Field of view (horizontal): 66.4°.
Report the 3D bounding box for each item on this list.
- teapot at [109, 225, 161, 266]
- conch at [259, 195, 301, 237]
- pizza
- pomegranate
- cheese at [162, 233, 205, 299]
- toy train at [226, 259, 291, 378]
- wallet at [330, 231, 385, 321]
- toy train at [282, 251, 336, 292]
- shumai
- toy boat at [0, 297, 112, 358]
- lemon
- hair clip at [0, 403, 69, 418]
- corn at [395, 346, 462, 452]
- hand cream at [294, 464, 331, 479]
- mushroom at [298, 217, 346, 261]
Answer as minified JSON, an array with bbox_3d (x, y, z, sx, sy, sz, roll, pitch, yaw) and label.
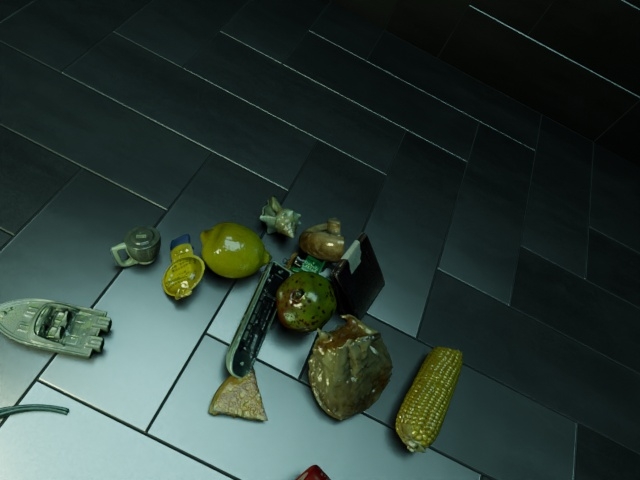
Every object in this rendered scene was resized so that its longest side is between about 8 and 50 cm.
[{"bbox_3d":[-0.578,0.034,1.566,0.111,0.108,0.149,22,44,17],"label":"teapot"},{"bbox_3d":[-0.155,-0.069,1.795,0.137,0.114,0.234,-19,32,-39],"label":"conch"},{"bbox_3d":[-0.221,0.473,1.468,0.176,0.036,0.184,33,53,0],"label":"pizza"},{"bbox_3d":[-0.050,0.191,1.580,0.198,0.246,0.198,-1,100,-5],"label":"pomegranate"},{"bbox_3d":[-0.449,0.083,1.598,0.156,0.064,0.250,-21,53,8],"label":"cheese"},{"bbox_3d":[-0.210,0.255,1.571,0.086,0.088,0.407,37,52,-20],"label":"toy train"},{"bbox_3d":[0.136,0.136,1.691,0.071,0.262,0.221,10,45,38],"label":"wallet"},{"bbox_3d":[-0.026,0.111,1.701,0.228,0.136,0.091,32,55,-1],"label":"toy train"},{"bbox_3d":[0.095,0.375,1.486,0.267,0.262,0.314,15,65,6],"label":"shumai"},{"bbox_3d":[-0.768,0.238,1.384,0.319,0.092,0.141,14,54,-10],"label":"toy boat"},{"bbox_3d":[-0.285,0.036,1.631,0.248,0.184,0.184,22,55,-10],"label":"lemon"},{"bbox_3d":[-0.786,0.451,1.280,0.229,0.039,0.070,-3,59,-23],"label":"hair clip"},{"bbox_3d":[0.357,0.500,1.596,0.144,0.144,0.387,32,51,2],"label":"corn"},{"bbox_3d":[-0.037,0.706,1.294,0.125,0.193,0.193,46,56,9],"label":"hand cream"},{"bbox_3d":[0.000,0.000,1.734,0.151,0.285,0.156,1,101,-8],"label":"mushroom"}]
